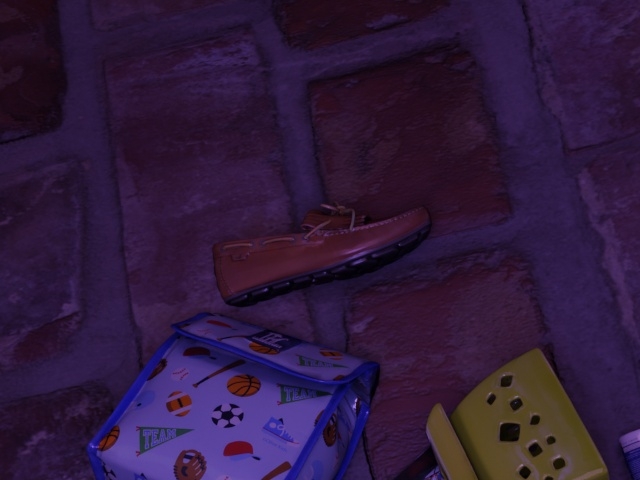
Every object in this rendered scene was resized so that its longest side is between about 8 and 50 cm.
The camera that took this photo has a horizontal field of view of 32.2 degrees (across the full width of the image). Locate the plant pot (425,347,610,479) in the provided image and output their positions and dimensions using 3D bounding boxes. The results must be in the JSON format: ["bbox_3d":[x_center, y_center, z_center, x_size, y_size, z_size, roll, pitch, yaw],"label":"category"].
[{"bbox_3d":[0.287,0.333,1.630,0.207,0.227,0.228,-23,50,-2],"label":"plant pot"}]

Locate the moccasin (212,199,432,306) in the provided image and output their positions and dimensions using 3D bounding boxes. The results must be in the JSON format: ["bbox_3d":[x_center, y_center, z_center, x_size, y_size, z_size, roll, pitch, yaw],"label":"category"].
[{"bbox_3d":[0.001,0.001,1.887,0.380,0.139,0.147,-16,76,13],"label":"moccasin"}]

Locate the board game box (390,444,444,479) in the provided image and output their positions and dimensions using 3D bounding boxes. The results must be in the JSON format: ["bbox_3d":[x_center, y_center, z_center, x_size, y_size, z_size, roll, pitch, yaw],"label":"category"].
[{"bbox_3d":[0.127,0.442,1.700,0.259,0.030,0.136,-35,68,-28],"label":"board game box"}]

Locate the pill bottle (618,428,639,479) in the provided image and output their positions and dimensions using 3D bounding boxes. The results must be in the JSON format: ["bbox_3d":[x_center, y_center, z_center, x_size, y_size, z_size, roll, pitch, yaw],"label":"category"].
[{"bbox_3d":[0.507,0.351,1.698,0.067,0.067,0.120,-17,68,3],"label":"pill bottle"}]

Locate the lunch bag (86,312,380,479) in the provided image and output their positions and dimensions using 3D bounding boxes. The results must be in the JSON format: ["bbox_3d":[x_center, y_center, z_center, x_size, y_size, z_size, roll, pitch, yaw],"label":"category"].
[{"bbox_3d":[-0.119,0.280,1.724,0.328,0.239,0.385,16,43,19],"label":"lunch bag"}]
